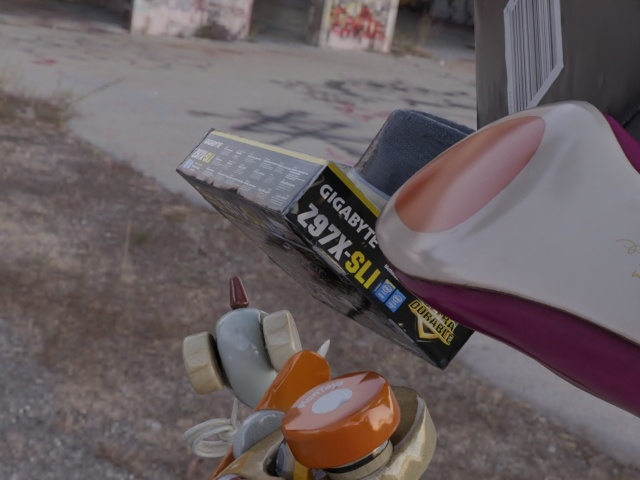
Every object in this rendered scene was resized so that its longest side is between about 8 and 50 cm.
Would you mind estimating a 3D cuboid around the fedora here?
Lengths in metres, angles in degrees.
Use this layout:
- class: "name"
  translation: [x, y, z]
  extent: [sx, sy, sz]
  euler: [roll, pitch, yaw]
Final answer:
- class: "fedora"
  translation: [0.172, -0.074, 1.385]
  extent: [0.334, 0.153, 0.334]
  euler: [25, 14, -6]

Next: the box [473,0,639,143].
- class: "box"
  translation: [0.390, -0.155, 0.779]
  extent: [0.471, 0.298, 0.480]
  euler: [0, -13, -2]

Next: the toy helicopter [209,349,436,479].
- class: "toy helicopter"
  translation: [-0.078, 0.203, 0.819]
  extent: [0.355, 0.140, 0.235]
  euler: [-25, 15, 1]

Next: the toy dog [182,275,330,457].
- class: "toy dog"
  translation: [-0.089, 0.173, 1.490]
  extent: [0.220, 0.334, 0.161]
  euler: [-1, 56, -9]

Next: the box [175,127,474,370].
- class: "box"
  translation: [0.000, 0.000, 1.143]
  extent: [0.257, 0.079, 0.322]
  euler: [46, -10, -26]

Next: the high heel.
- class: "high heel"
  translation: [0.152, 0.045, 0.447]
  extent: [0.181, 0.127, 0.377]
  euler: [50, -7, -20]
